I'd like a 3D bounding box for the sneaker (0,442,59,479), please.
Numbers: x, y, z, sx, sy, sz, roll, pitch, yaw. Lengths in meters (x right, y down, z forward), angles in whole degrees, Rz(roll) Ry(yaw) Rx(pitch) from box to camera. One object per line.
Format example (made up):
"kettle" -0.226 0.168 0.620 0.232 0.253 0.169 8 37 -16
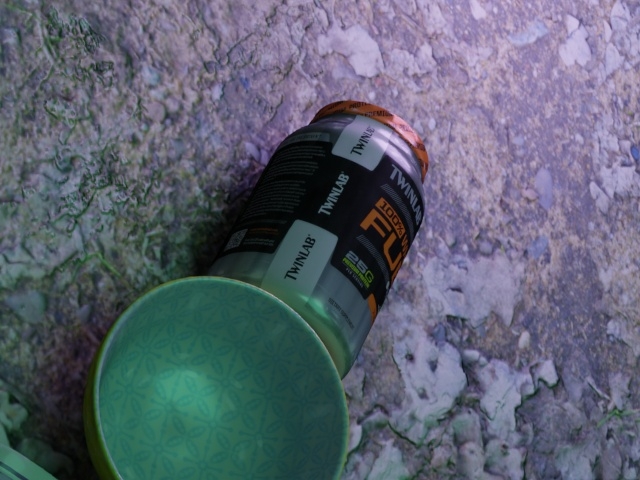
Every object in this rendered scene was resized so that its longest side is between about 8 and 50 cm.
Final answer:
"sneaker" -0.272 0.329 1.914 0.282 0.102 0.161 36 63 -28

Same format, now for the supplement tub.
"supplement tub" 0.000 0.000 2.203 0.193 0.193 0.316 49 50 -28

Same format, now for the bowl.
"bowl" -0.132 0.197 2.020 0.289 0.156 0.289 11 65 -25
